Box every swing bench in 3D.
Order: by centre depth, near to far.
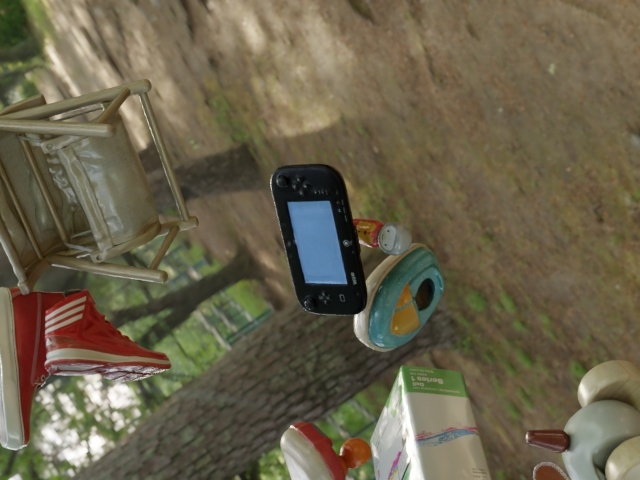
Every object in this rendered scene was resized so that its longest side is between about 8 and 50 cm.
[{"bbox_3d":[-0.349,-0.076,1.424,0.165,0.254,0.253,-69,-30,-54],"label":"swing bench"}]

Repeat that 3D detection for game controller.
[{"bbox_3d":[0.000,0.000,1.925,0.166,0.067,0.319,4,115,40],"label":"game controller"}]

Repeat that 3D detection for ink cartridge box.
[{"bbox_3d":[0.174,0.374,1.580,0.278,0.117,0.201,-97,20,-52],"label":"ink cartridge box"}]

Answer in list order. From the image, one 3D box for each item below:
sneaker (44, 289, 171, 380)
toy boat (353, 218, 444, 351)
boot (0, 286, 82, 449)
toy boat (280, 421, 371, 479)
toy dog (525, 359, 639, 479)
[{"bbox_3d":[-0.316,0.137,1.463,0.221,0.087,0.128,18,-125,-54],"label":"sneaker"},{"bbox_3d":[0.159,0.083,2.036,0.148,0.267,0.318,13,141,40],"label":"toy boat"},{"bbox_3d":[-0.410,0.191,1.486,0.088,0.176,0.244,-29,63,52],"label":"boot"},{"bbox_3d":[0.030,0.424,1.820,0.151,0.151,0.231,35,147,50],"label":"toy boat"},{"bbox_3d":[0.312,0.309,1.150,0.220,0.160,0.334,-101,9,-78],"label":"toy dog"}]
